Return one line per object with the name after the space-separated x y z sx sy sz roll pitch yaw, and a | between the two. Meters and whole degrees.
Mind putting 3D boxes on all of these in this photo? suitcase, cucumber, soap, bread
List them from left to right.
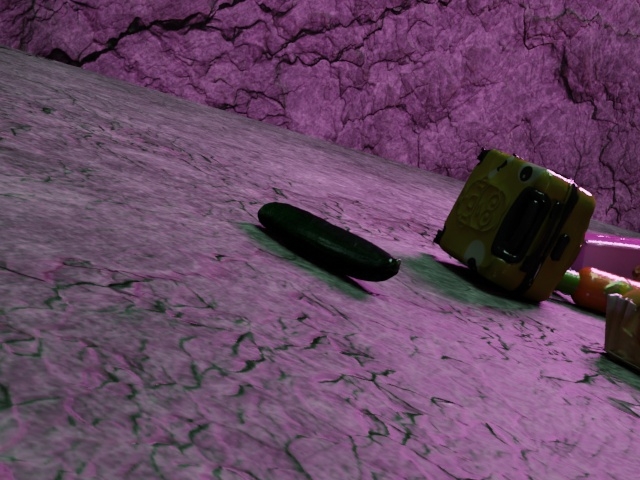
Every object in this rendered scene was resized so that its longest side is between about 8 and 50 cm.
0.000 0.000 1.168 0.056 0.056 0.284 10 10 -39 | cucumber
0.299 -0.024 1.421 0.143 0.194 0.235 25 7 -24 | suitcase
0.595 0.037 1.806 0.259 0.081 0.181 6 7 -6 | soap
0.463 0.134 1.108 0.136 0.107 0.241 7 14 -37 | bread

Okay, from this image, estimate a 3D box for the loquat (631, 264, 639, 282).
0.599 0.085 1.520 0.195 0.152 0.152 36 18 35 | loquat

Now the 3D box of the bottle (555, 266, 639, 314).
0.426 0.077 1.469 0.187 0.069 0.069 16 10 -3 | bottle

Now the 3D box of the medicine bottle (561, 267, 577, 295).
0.377 0.042 1.599 0.090 0.053 0.208 17 10 -17 | medicine bottle
